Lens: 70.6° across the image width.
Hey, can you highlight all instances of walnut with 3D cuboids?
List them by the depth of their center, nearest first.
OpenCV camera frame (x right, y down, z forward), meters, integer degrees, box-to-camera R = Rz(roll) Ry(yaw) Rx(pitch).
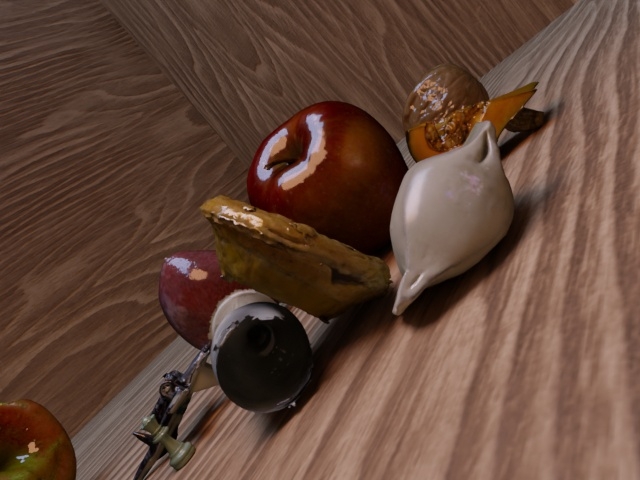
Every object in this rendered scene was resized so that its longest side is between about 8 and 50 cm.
[{"bbox_3d":[0.311,-0.325,1.152,0.228,0.228,0.228,-41,7,6],"label":"walnut"}]

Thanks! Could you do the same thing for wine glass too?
[{"bbox_3d":[-0.097,0.153,0.675,0.143,0.143,0.321,-43,9,-11],"label":"wine glass"}]

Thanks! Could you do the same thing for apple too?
[{"bbox_3d":[0.025,-0.109,0.868,0.288,0.317,0.288,-26,52,39],"label":"apple"},{"bbox_3d":[-0.690,0.510,0.917,0.339,0.339,0.339,-41,7,6],"label":"apple"}]

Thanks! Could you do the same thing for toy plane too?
[{"bbox_3d":[-0.263,0.295,0.778,0.262,0.088,0.192,-53,6,-10],"label":"toy plane"}]

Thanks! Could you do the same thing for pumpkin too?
[{"bbox_3d":[0.293,-0.193,0.840,0.248,0.126,0.131,-18,8,22],"label":"pumpkin"}]

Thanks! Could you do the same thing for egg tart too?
[{"bbox_3d":[-0.042,0.034,0.633,0.290,0.290,0.115,177,117,-79],"label":"egg tart"}]

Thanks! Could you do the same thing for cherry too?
[{"bbox_3d":[-0.236,0.135,1.050,0.261,0.307,0.221,-36,35,19],"label":"cherry"}]

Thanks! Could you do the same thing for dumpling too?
[{"bbox_3d":[0.146,-0.014,0.552,0.179,0.131,0.252,95,-161,-72],"label":"dumpling"}]

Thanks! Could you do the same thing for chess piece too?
[{"bbox_3d":[-0.237,0.301,0.688,0.042,0.093,0.042,-40,7,6],"label":"chess piece"}]
